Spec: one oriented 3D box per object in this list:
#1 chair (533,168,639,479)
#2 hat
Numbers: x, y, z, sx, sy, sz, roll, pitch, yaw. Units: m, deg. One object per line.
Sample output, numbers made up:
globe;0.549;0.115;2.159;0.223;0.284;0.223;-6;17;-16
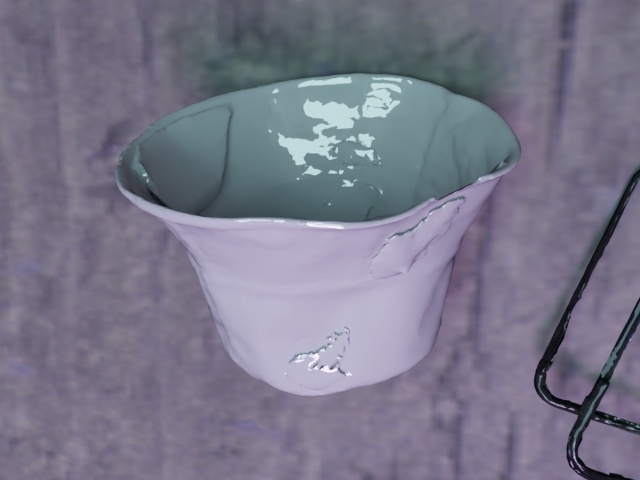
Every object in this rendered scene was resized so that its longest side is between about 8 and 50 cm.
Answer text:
chair;0.232;0.071;0.438;0.221;0.140;0.145;26;98;5
hat;0.000;0.000;0.499;0.203;0.203;0.126;6;122;18
